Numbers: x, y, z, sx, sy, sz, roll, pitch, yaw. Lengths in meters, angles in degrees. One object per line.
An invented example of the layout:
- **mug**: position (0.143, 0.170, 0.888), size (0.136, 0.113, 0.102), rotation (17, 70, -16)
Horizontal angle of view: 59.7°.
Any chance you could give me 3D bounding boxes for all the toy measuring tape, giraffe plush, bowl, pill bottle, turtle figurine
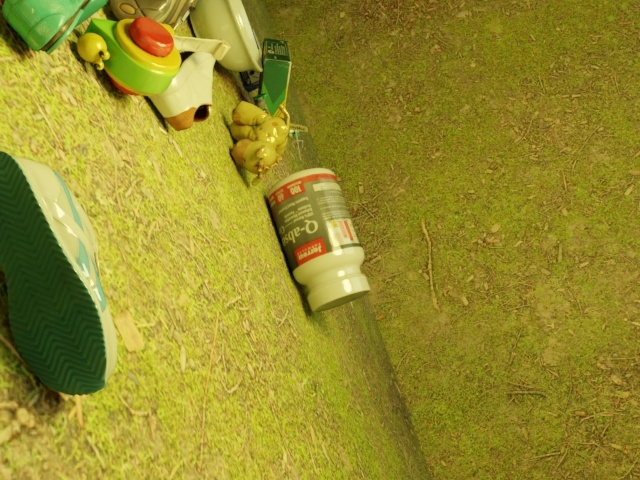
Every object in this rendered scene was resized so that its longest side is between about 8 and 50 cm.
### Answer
- **toy measuring tape**: position (-0.248, -0.298, 0.929), size (0.330, 0.121, 0.121), rotation (-20, 88, -56)
- **giraffe plush**: position (-0.157, -0.237, 1.437), size (0.181, 0.210, 0.170), rotation (63, 39, -46)
- **bowl**: position (-0.275, -0.596, 1.563), size (0.298, 0.134, 0.298), rotation (-19, 90, -85)
- **pill bottle**: position (0.000, 0.000, 1.560), size (0.210, 0.210, 0.363), rotation (36, 33, -73)
- **turtle figurine**: position (-0.162, -0.309, 1.672), size (0.175, 0.118, 0.234), rotation (-48, 122, -34)

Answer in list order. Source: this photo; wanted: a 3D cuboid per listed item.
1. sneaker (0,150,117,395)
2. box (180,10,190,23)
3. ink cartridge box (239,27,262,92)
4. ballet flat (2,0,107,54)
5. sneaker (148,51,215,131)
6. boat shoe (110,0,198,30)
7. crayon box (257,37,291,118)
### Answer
- **sneaker**: position (-0.239, 0.029, 0.517), size (0.092, 0.087, 0.229), rotation (-15, 85, -83)
- **box**: position (-0.349, -0.523, 1.201), size (0.137, 0.072, 0.126), rotation (-97, 162, -57)
- **ink cartridge box**: position (-0.247, -0.634, 1.962), size (0.046, 0.097, 0.207), rotation (41, 28, -71)
- **ballet flat**: position (-0.347, -0.320, 0.734), size (0.087, 0.083, 0.247), rotation (46, 17, -29)
- **sneaker**: position (-0.265, -0.308, 1.126), size (0.290, 0.106, 0.123), rotation (-79, 150, -53)
- **boat shoe**: position (-0.290, -0.517, 1.078), size (0.355, 0.132, 0.130), rotation (-64, 180, -24)
- **crayon box**: position (-0.158, -0.450, 1.783), size (0.203, 0.083, 0.323), rotation (-100, -163, -53)
